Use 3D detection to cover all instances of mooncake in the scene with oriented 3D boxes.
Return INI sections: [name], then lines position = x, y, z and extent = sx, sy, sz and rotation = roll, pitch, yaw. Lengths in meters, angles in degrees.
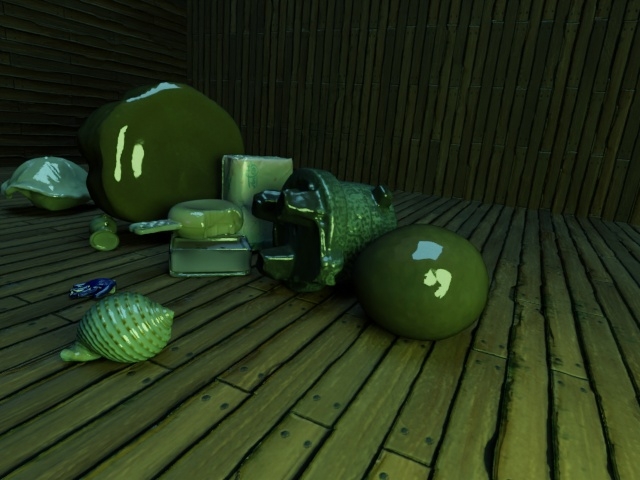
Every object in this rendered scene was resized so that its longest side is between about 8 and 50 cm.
[mooncake]
position = -0.472, -0.243, 1.266
extent = 0.466, 0.468, 0.262
rotation = -10, 14, -43

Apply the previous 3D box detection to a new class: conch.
[conch]
position = -0.302, 0.128, 0.634
extent = 0.153, 0.102, 0.135
rotation = 3, 0, -6

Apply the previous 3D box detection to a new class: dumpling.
[dumpling]
position = -0.940, -0.201, 1.468
extent = 0.318, 0.187, 0.242
rotation = -3, 13, -37

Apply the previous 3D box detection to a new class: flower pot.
[flower pot]
position = 0.006, -0.014, 0.923
extent = 0.282, 0.299, 0.299
rotation = 5, 13, -29

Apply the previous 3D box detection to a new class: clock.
[clock]
position = -0.277, 0.032, 1.033
extent = 0.193, 0.073, 0.144
rotation = 0, 15, -18

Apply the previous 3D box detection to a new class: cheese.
[cheese]
position = -0.325, -0.045, 1.015
extent = 0.163, 0.082, 0.286
rotation = 14, 19, 31

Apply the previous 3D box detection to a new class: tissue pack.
[tissue pack]
position = -0.185, -0.111, 1.213
extent = 0.201, 0.271, 0.124
rotation = -8, 18, -41

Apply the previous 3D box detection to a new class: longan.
[longan]
position = 0.179, 0.075, 0.764
extent = 0.248, 0.248, 0.248
rotation = 4, 15, -1

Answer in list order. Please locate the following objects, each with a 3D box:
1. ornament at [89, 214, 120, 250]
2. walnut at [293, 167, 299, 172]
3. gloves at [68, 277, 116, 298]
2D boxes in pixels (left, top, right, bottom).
[ornament]
position = -0.603, -0.028, 1.150
extent = 0.074, 0.081, 0.156
rotation = 1, 19, -29
[walnut]
position = -0.111, -0.148, 1.492
extent = 0.244, 0.222, 0.269
rotation = -41, 21, -15
[gloves]
position = -0.455, 0.098, 0.825
extent = 0.086, 0.026, 0.064
rotation = -7, 21, -38
